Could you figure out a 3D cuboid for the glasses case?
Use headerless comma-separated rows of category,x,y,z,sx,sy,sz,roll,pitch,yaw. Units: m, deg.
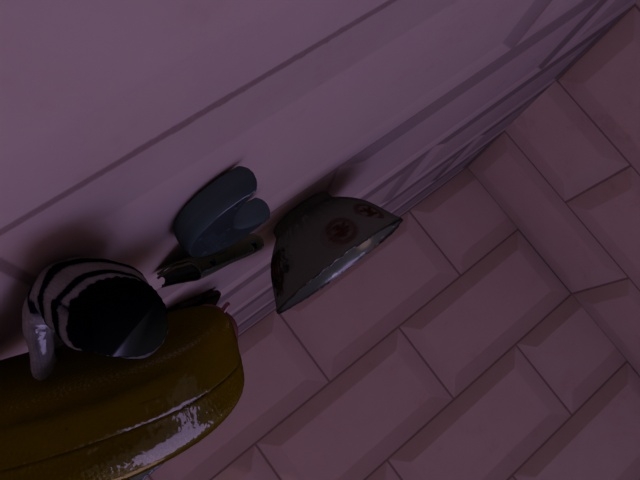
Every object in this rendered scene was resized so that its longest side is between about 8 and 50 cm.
glasses case,-0.271,0.205,0.646,0.370,0.141,0.173,-15,-161,-21

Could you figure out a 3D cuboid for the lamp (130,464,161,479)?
lamp,-0.439,0.431,1.336,0.047,0.267,0.269,-16,-169,44

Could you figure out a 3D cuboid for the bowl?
bowl,0.000,0.000,1.156,0.337,0.158,0.337,-37,172,-6

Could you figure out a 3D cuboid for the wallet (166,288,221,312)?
wallet,-0.313,0.185,1.188,0.137,0.031,0.255,-61,167,21

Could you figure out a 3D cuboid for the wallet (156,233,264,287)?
wallet,-0.178,0.030,0.863,0.110,0.040,0.155,-16,-174,34

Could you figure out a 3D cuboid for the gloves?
gloves,-0.258,0.075,0.590,0.140,0.132,0.218,-21,-160,-37

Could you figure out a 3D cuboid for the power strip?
power strip,-0.136,-0.029,0.753,0.137,0.044,0.216,-36,173,-7

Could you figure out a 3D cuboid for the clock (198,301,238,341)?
clock,-0.263,0.253,1.163,0.227,0.142,0.241,-46,164,-40
